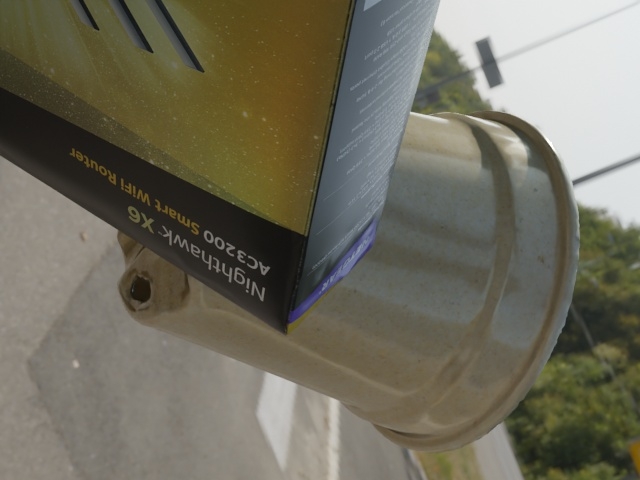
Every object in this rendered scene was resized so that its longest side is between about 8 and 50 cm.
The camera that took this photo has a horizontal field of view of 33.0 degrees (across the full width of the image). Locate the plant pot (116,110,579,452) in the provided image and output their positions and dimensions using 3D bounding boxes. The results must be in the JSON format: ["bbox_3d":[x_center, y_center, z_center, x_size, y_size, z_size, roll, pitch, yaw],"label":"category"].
[{"bbox_3d":[0.000,0.000,0.959,0.305,0.334,0.334,17,37,-30],"label":"plant pot"}]

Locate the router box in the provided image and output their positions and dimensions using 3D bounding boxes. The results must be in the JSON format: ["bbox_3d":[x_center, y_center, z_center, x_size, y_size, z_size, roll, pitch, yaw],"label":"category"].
[{"bbox_3d":[-0.101,-0.133,0.453,0.309,0.081,0.243,30,-41,18],"label":"router box"}]
